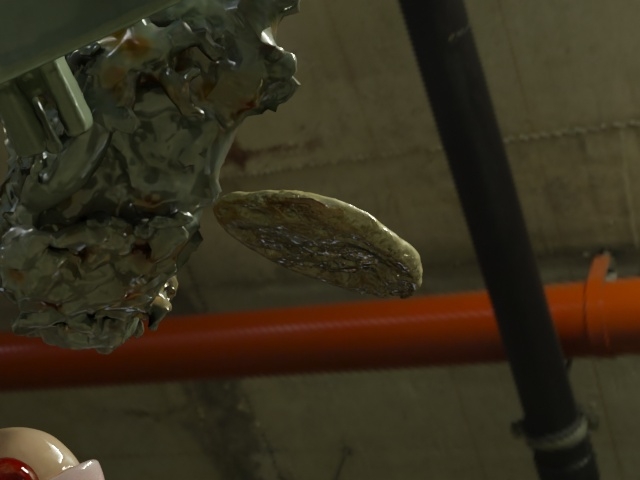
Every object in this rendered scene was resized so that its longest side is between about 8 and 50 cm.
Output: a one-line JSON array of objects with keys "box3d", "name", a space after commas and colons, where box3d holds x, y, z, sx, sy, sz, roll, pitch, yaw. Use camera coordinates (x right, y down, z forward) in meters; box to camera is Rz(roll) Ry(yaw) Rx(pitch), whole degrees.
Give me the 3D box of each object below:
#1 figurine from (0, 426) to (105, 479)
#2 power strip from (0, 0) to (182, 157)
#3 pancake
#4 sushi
[{"box3d": [-0.194, 0.202, 0.907, 0.287, 0.176, 0.186, -35, -106, 61], "name": "figurine"}, {"box3d": [-0.141, -0.104, 0.623, 0.141, 0.229, 0.261, 65, -19, -14], "name": "power strip"}, {"box3d": [0.000, 0.001, 0.878, 0.152, 0.025, 0.151, 19, -16, 6], "name": "pancake"}, {"box3d": [-0.138, -0.117, 0.941, 0.176, 0.417, 0.417, 11, -48, -17], "name": "sushi"}]
